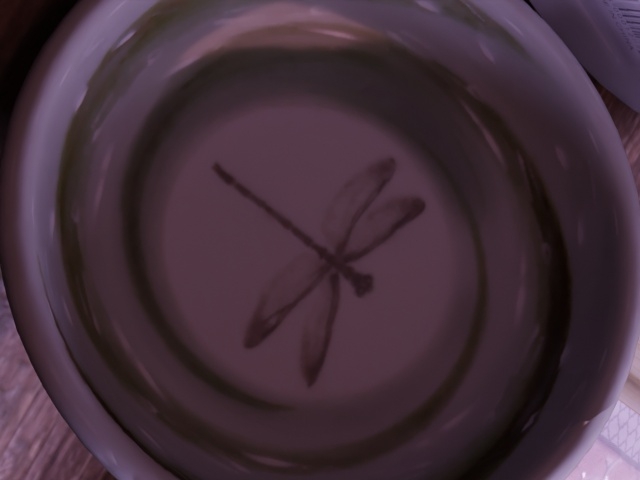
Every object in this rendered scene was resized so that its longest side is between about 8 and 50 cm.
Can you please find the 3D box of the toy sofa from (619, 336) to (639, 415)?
[{"bbox_3d":[0.339,0.005,1.116,0.362,0.150,0.177,-50,173,-32],"label":"toy sofa"}]

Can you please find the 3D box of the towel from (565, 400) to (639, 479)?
[{"bbox_3d":[0.168,0.190,1.203,0.332,0.053,0.317,38,80,-45],"label":"towel"}]

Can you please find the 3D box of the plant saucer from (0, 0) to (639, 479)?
[{"bbox_3d":[0.000,0.000,0.931,0.400,0.100,0.401,5,74,-18],"label":"plant saucer"}]

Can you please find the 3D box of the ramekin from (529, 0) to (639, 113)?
[{"bbox_3d":[0.241,-0.195,1.010,0.135,0.277,0.277,-41,127,-10],"label":"ramekin"}]
